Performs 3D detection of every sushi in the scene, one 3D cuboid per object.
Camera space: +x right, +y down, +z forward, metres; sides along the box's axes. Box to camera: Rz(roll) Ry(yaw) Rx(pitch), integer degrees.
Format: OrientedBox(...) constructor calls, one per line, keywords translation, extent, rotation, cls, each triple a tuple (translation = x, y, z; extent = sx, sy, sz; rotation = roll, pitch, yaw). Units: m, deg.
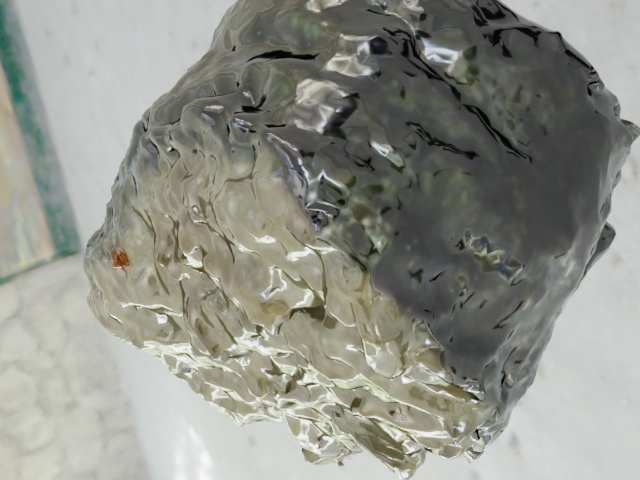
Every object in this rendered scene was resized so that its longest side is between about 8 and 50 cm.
OrientedBox(translation=(0.000, 0.000, 0.594), extent=(0.211, 0.170, 0.350), rotation=(34, 162, -14), cls="sushi")
